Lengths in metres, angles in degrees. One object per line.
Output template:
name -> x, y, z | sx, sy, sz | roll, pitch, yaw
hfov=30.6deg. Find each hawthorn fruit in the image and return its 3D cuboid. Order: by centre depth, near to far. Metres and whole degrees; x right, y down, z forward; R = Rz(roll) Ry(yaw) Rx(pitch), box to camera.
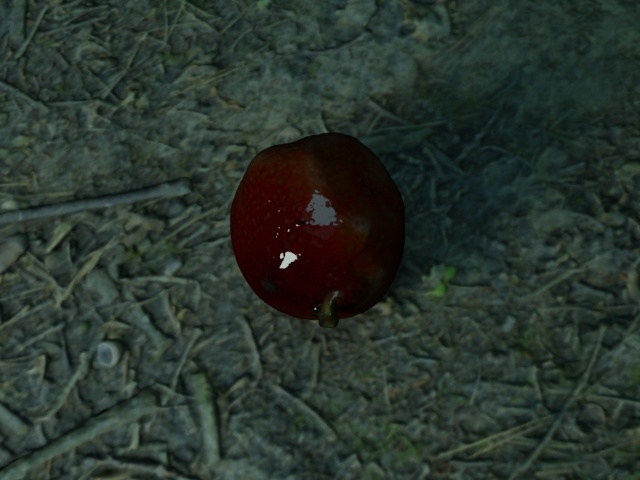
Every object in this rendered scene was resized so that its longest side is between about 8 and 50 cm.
hawthorn fruit -> 0.000, 0.000, 1.052 | 0.169, 0.169, 0.188 | -9, 62, 2
